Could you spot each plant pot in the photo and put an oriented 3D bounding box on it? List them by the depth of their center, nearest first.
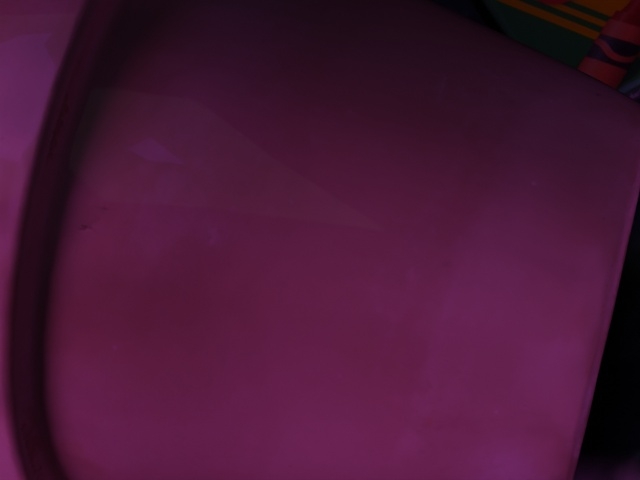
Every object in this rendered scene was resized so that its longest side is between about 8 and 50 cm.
[{"bbox_3d":[0.000,0.000,0.620,0.280,0.323,0.323,12,66,13],"label":"plant pot"}]

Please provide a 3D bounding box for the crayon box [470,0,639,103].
[{"bbox_3d":[0.171,-0.202,0.775,0.202,0.081,0.318,-30,53,6],"label":"crayon box"}]
